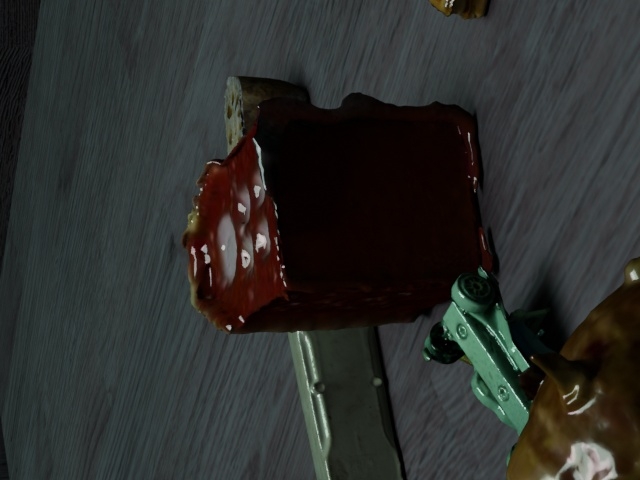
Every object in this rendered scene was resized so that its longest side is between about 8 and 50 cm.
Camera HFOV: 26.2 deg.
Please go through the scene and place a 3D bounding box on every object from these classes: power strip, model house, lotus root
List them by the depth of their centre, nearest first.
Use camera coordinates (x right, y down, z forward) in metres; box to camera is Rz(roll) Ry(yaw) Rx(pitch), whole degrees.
[{"bbox_3d":[0.000,0.000,1.162,0.254,0.196,0.160,138,126,-60],"label":"model house"},{"bbox_3d":[0.023,0.146,1.279,0.048,0.080,0.286,119,142,-61],"label":"power strip"},{"bbox_3d":[-0.063,-0.118,1.479,0.112,0.081,0.122,142,124,-66],"label":"lotus root"}]

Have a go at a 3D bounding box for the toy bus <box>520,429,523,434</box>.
[{"bbox_3d":[0.175,0.199,0.853,0.120,0.121,0.265,55,140,41],"label":"toy bus"}]

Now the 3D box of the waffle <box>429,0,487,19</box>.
[{"bbox_3d":[0.110,-0.259,1.087,0.102,0.042,0.148,-120,36,-54],"label":"waffle"}]

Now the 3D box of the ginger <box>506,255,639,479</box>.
[{"bbox_3d":[0.218,0.029,0.577,0.176,0.254,0.418,-114,36,-56],"label":"ginger"}]

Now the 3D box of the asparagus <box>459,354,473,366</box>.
[{"bbox_3d":[0.129,0.101,1.093,0.016,0.013,0.166,-48,24,-7],"label":"asparagus"}]

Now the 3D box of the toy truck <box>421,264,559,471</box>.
[{"bbox_3d":[0.147,0.095,0.987,0.154,0.078,0.080,55,144,28],"label":"toy truck"}]
